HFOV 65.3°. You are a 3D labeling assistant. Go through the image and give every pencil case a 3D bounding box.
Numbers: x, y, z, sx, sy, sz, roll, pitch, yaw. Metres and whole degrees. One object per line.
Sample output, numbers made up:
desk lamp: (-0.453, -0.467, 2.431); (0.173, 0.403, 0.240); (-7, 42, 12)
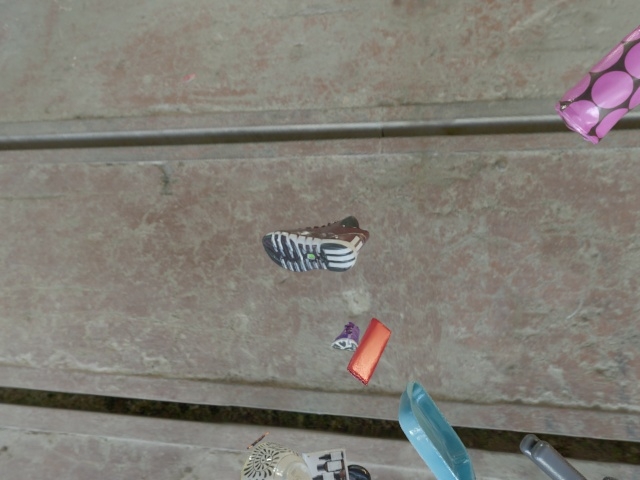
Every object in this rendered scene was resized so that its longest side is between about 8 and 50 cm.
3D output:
pencil case: (0.445, -0.231, 0.708); (0.209, 0.098, 0.095); (-42, 52, 25)

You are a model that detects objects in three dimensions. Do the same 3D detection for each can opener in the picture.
can opener: (0.557, 0.501, 1.072); (0.283, 0.076, 0.095); (43, 81, -10)

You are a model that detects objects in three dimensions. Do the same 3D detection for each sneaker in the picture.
sneaker: (0.000, 0.000, 1.248); (0.281, 0.106, 0.162); (8, 35, 36)
sneaker: (0.067, 0.237, 1.239); (0.068, 0.170, 0.071); (9, 81, 6)

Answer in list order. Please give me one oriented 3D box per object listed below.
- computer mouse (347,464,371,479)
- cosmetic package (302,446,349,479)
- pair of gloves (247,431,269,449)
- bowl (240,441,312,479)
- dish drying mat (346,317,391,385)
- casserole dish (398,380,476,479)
computer mouse: (0.012, 0.687, 1.288); (0.184, 0.060, 0.262); (19, 86, -7)
cosmetic package: (0.021, 0.603, 1.132); (0.099, 0.060, 0.239); (-5, 70, -9)
pair of gloves: (-0.221, 0.711, 1.772); (0.074, 0.083, 0.010); (-28, 75, -39)
bowl: (-0.068, 0.483, 0.992); (0.080, 0.170, 0.170); (-27, 63, 33)
dish drying mat: (0.059, 0.132, 0.600); (0.032, 0.008, 0.083); (43, 48, -8)
casserole dish: (0.176, 0.308, 0.778); (0.037, 0.114, 0.188); (-34, 93, 18)
